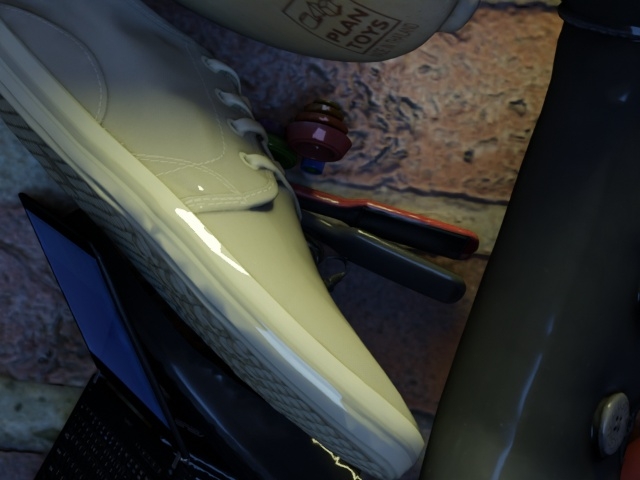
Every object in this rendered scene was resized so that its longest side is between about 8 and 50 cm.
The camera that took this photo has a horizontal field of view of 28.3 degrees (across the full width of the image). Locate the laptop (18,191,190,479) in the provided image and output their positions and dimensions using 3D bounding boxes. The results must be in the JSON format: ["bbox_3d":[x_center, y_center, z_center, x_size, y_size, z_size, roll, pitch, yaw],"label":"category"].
[{"bbox_3d":[-0.193,0.127,0.874,0.136,0.234,0.264,31,86,-25],"label":"laptop"}]

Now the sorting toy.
[{"bbox_3d":[-0.016,-0.079,0.922,0.061,0.102,0.042,32,65,-44],"label":"sorting toy"}]

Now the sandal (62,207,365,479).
[{"bbox_3d":[-0.016,0.128,0.894,0.107,0.167,0.446,-42,74,-15],"label":"sandal"}]

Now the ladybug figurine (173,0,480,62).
[{"bbox_3d":[-0.077,-0.285,0.764,0.449,0.305,0.162,38,64,-11],"label":"ladybug figurine"}]

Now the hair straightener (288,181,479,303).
[{"bbox_3d":[0.000,0.000,0.928,0.230,0.089,0.047,21,150,-6],"label":"hair straightener"}]

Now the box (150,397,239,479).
[{"bbox_3d":[-0.105,0.242,1.009,0.147,0.077,0.180,32,105,-9],"label":"box"}]

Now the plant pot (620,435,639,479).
[{"bbox_3d":[0.243,0.295,0.945,0.275,0.275,0.243,38,94,-11],"label":"plant pot"}]

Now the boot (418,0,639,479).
[{"bbox_3d":[0.140,-0.039,0.753,0.367,0.146,0.445,17,95,-51],"label":"boot"}]

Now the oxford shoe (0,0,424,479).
[{"bbox_3d":[-0.079,-0.039,0.793,0.130,0.169,0.449,-37,65,-13],"label":"oxford shoe"}]
